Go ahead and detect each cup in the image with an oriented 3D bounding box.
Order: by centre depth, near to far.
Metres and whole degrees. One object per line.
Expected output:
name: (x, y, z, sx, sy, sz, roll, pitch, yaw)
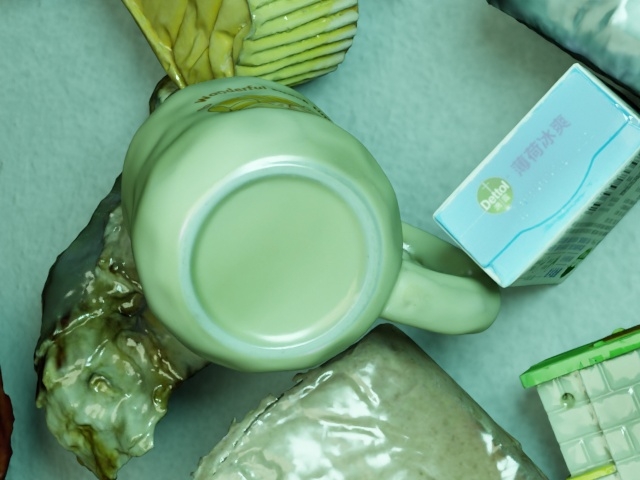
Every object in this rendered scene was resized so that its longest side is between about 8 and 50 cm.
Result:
cup: (-0.016, 0.013, 1.054, 0.173, 0.202, 0.255, -45, 110, 3)

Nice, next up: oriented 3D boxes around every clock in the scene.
clock: (0.292, 0.168, 1.079, 0.220, 0.106, 0.255, -22, 86, 20)

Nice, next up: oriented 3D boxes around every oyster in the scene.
oyster: (-0.127, 0.023, 1.212, 0.198, 0.133, 0.337, 10, 73, 50)

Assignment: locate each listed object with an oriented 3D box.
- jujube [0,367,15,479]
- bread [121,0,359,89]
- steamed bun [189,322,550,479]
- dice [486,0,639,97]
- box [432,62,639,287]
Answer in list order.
jujube: (-0.349, 0.181, 1.276, 0.197, 0.197, 0.290, 18, 110, 20)
bread: (-0.077, -0.224, 1.181, 0.250, 0.133, 0.179, 50, 147, 23)
steamed bun: (0.012, 0.232, 1.130, 0.301, 0.199, 0.251, -45, 87, -8)
dice: (0.232, -0.195, 1.061, 0.182, 0.181, 0.183, 33, 101, 18)
box: (0.170, -0.040, 1.074, 0.073, 0.194, 0.139, 45, 103, 14)
